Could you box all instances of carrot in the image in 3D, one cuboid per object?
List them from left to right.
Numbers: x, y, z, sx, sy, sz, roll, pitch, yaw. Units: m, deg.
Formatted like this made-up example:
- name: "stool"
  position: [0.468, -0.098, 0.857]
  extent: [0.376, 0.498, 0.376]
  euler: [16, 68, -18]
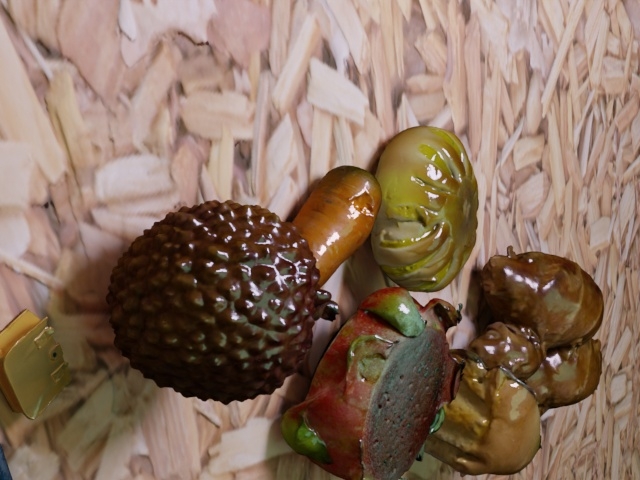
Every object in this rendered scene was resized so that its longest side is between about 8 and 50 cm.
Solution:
- name: "carrot"
  position: [0.000, 0.000, 1.250]
  extent: [0.193, 0.087, 0.087]
  euler: [-55, 143, -25]

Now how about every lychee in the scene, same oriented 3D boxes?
- name: "lychee"
  position: [-0.086, 0.057, 1.038]
  extent: [0.238, 0.200, 0.200]
  euler: [2, 102, -33]

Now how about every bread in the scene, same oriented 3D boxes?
- name: "bread"
  position: [0.142, -0.038, 1.410]
  extent: [0.213, 0.105, 0.213]
  euler: [2, 88, -60]
- name: "bread"
  position: [0.220, 0.280, 1.632]
  extent: [0.133, 0.174, 0.251]
  euler: [-52, 146, -28]

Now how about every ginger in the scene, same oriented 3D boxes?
- name: "ginger"
  position: [0.336, 0.158, 1.782]
  extent: [0.274, 0.152, 0.357]
  euler: [-29, 128, -24]

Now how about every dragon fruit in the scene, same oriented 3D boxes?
- name: "dragon fruit"
  position: [0.072, 0.194, 1.393]
  extent: [0.268, 0.130, 0.295]
  euler: [-10, 111, -55]

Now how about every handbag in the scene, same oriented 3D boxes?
- name: "handbag"
  position: [-0.251, 0.108, 0.958]
  extent: [0.061, 0.027, 0.083]
  euler: [-50, 142, -35]

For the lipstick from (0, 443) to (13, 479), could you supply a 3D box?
- name: "lipstick"
  position: [-0.288, 0.131, 0.886]
  extent: [0.053, 0.053, 0.234]
  euler: [-36, 130, -45]
